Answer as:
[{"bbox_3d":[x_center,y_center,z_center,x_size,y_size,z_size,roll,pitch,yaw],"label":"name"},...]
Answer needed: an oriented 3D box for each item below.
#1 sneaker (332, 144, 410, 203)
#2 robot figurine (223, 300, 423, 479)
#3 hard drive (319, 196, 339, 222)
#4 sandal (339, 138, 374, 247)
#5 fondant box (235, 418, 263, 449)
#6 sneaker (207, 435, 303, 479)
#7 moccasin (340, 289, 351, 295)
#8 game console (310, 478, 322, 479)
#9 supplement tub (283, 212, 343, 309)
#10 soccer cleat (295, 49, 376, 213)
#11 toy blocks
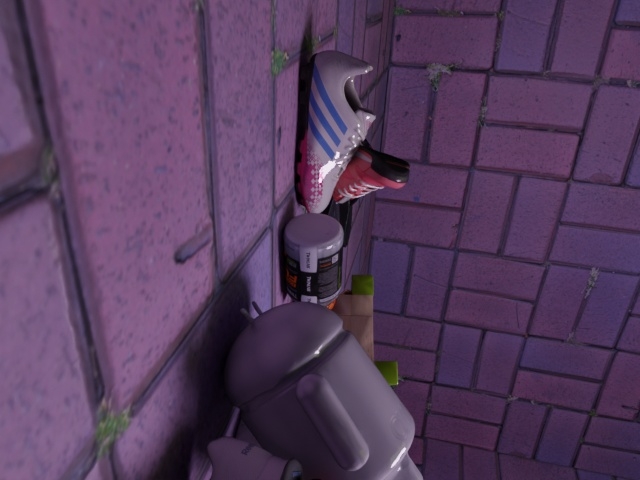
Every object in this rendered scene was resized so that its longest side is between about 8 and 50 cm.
[{"bbox_3d":[0.084,-0.136,1.134,0.314,0.116,0.136,36,-69,59],"label":"sneaker"},{"bbox_3d":[-0.004,0.236,0.759,0.200,0.353,0.300,-36,179,-14],"label":"robot figurine"},{"bbox_3d":[0.000,0.000,1.253,0.172,0.054,0.255,85,16,-50],"label":"hard drive"},{"bbox_3d":[0.105,-0.182,1.548,0.167,0.107,0.446,-68,163,-54],"label":"sandal"},{"bbox_3d":[-0.091,0.438,0.973,0.330,0.096,0.238,82,18,-54],"label":"fondant box"},{"bbox_3d":[-0.132,0.383,0.653,0.297,0.129,0.111,-64,162,-1],"label":"sneaker"},{"bbox_3d":[0.079,0.302,1.695,0.380,0.139,0.147,-67,161,-56],"label":"moccasin"},{"bbox_3d":[-0.121,0.445,0.491,0.342,0.060,0.386,-66,159,7],"label":"game console"},{"bbox_3d":[-0.014,0.051,1.038,0.117,0.117,0.190,-69,164,-52],"label":"supplement tub"},{"bbox_3d":[0.031,-0.194,1.016,0.116,0.143,0.331,-65,161,-58],"label":"soccer cleat"},{"bbox_3d":[0.065,0.302,1.197,0.261,0.190,0.381,88,3,-66],"label":"toy blocks"}]
